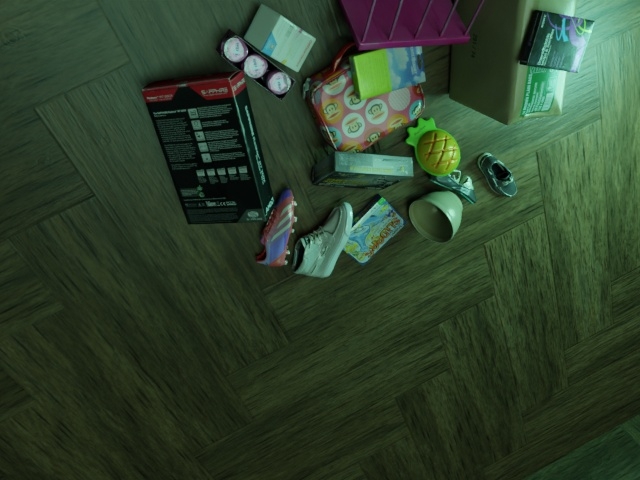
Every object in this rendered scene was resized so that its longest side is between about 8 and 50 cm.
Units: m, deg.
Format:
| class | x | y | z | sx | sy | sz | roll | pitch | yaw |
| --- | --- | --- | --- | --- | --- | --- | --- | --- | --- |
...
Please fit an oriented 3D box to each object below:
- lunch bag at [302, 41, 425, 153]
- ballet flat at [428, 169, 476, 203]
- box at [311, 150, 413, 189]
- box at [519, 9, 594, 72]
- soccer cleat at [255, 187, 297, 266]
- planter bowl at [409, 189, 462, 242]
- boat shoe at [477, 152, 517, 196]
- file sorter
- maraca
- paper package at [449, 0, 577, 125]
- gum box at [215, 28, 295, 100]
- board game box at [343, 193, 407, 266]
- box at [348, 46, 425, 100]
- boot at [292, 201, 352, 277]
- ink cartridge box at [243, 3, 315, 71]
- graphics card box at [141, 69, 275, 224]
| class | x | y | z | sx | sy | sz | roll | pitch | yaw |
| --- | --- | --- | --- | --- | --- | --- | --- | --- | --- |
| lunch bag | 0.111 | -0.391 | 1.371 | 0.293 | 0.120 | 0.258 | -29 | 122 | -2 |
| ballet flat | 0.428 | -0.180 | 1.630 | 0.203 | 0.074 | 0.074 | 24 | 107 | -26 |
| box | 0.112 | -0.190 | 1.445 | 0.231 | 0.183 | 0.056 | 1 | 84 | -21 |
| box | 0.534 | -0.447 | 1.177 | 0.162 | 0.029 | 0.116 | -2 | 116 | -22 |
| soccer cleat | -0.128 | -0.033 | 1.507 | 0.095 | 0.083 | 0.248 | 3 | 119 | -16 |
| planter bowl | 0.373 | -0.088 | 1.620 | 0.109 | 0.162 | 0.162 | -41 | 127 | -26 |
| boat shoe | 0.579 | -0.198 | 1.674 | 0.075 | 0.065 | 0.206 | -46 | 122 | 8 |
| file sorter | 0.213 | -0.590 | 1.211 | 0.290 | 0.202 | 0.182 | -9 | 153 | -15 |
| maraca | 0.330 | -0.273 | 1.531 | 0.127 | 0.099 | 0.186 | -42 | 98 | -4 |
| paper package | 0.476 | -0.498 | 1.330 | 0.168 | 0.309 | 0.325 | -12 | 122 | -13 |
| gum box | -0.162 | -0.427 | 1.261 | 0.188 | 0.107 | 0.062 | 31 | 104 | -30 |
| board game box | 0.156 | -0.030 | 1.632 | 0.201 | 0.035 | 0.136 | -46 | 122 | 8 |
| box | 0.166 | -0.424 | 1.289 | 0.178 | 0.042 | 0.109 | -18 | 117 | -10 |
| boot | 0.000 | 0.000 | 1.556 | 0.123 | 0.095 | 0.258 | 6 | 116 | -30 |
| ink cartridge box | -0.091 | -0.479 | 1.251 | 0.143 | 0.090 | 0.092 | 14 | 114 | -50 |
| graphics card box | -0.265 | -0.218 | 1.292 | 0.232 | 0.094 | 0.371 | -3 | 121 | 15 |
